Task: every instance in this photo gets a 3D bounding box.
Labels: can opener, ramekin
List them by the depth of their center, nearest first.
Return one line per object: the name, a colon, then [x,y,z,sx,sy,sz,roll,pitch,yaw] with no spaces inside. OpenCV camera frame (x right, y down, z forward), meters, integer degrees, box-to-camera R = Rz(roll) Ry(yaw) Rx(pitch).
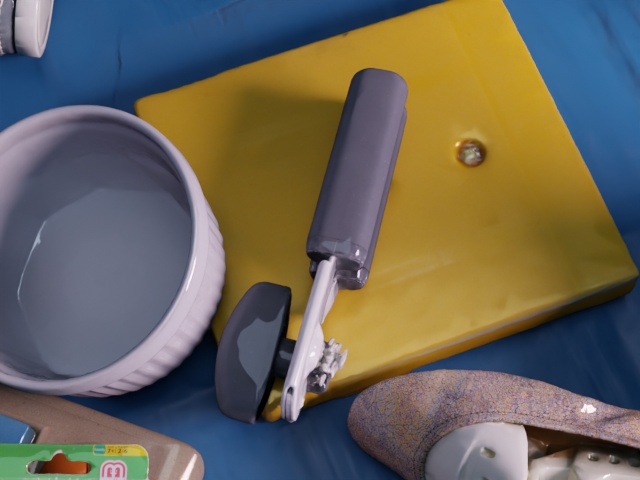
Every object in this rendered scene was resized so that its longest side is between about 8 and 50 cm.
ramekin: [-0.166,0.016,0.930,0.207,0.109,0.207,-4,73,14]
can opener: [0.000,0.000,0.936,0.093,0.074,0.280,16,68,8]

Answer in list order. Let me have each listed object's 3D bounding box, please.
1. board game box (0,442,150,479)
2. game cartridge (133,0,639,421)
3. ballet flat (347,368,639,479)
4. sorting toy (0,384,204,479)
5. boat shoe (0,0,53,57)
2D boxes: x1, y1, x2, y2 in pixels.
board game box: [-0.178,0.265,0.847,0.124,0.039,0.260,1,76,-3]
game cartridge: [0.046,-0.035,1.019,0.323,0.053,0.285,-19,68,-7]
ballet flat: [0.169,0.159,0.880,0.315,0.108,0.106,5,30,8]
sorting toy: [-0.240,0.247,0.885,0.229,0.041,0.307,19,67,7]
boat shoe: [-0.272,-0.307,1.090,0.099,0.116,0.320,2,71,-5]
